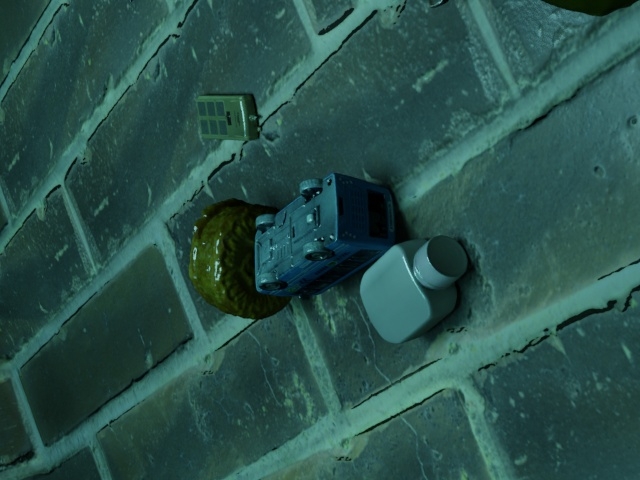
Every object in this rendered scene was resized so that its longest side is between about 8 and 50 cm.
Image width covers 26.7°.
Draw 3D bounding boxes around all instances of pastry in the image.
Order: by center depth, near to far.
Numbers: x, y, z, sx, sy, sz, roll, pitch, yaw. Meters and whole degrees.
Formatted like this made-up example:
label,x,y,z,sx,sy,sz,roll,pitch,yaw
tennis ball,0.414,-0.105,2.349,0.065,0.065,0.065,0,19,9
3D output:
label,x,y,z,sx,sy,sz,roll,pitch,yaw
pastry,-0.116,0.028,2.122,0.103,0.188,0.189,5,107,52

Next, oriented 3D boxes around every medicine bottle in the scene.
label,x,y,z,sx,sy,sz,roll,pitch,yaw
medicine bottle,0.131,0.062,1.874,0.119,0.069,0.183,65,146,16

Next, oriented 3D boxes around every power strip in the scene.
label,x,y,z,sx,sy,sz,roll,pitch,yaw
power strip,-0.152,-0.202,2.215,0.169,0.028,0.076,7,108,54

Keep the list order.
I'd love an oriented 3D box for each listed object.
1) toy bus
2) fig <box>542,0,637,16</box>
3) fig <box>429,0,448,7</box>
label,x,y,z,sx,sy,sz,roll,pitch,yaw
toy bus,0.000,0.000,1.974,0.246,0.134,0.113,-36,51,53
fig,0.273,-0.365,1.327,0.316,0.316,0.316,27,124,48
fig,0.156,-0.387,1.605,0.202,0.148,0.149,51,-179,-23
